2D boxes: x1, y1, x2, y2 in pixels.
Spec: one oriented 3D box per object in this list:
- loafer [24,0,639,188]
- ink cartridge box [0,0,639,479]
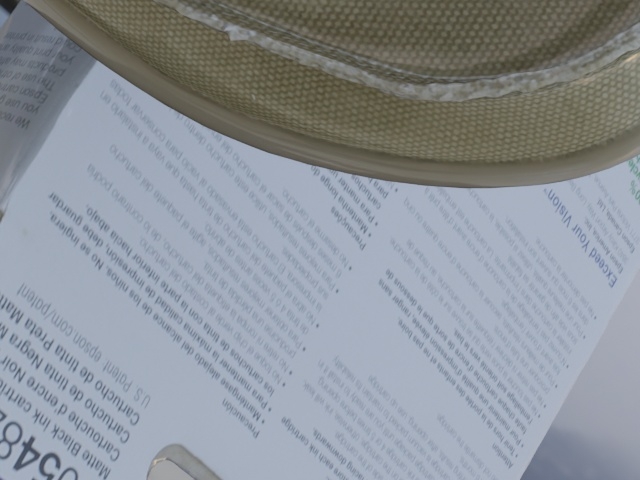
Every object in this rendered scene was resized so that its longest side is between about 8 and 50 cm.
[{"bbox_3d":[-0.042,-0.096,0.348,0.268,0.102,0.092,26,-11,5],"label":"loafer"},{"bbox_3d":[0.000,0.000,0.499,0.045,0.224,0.223,13,-26,42],"label":"ink cartridge box"}]
